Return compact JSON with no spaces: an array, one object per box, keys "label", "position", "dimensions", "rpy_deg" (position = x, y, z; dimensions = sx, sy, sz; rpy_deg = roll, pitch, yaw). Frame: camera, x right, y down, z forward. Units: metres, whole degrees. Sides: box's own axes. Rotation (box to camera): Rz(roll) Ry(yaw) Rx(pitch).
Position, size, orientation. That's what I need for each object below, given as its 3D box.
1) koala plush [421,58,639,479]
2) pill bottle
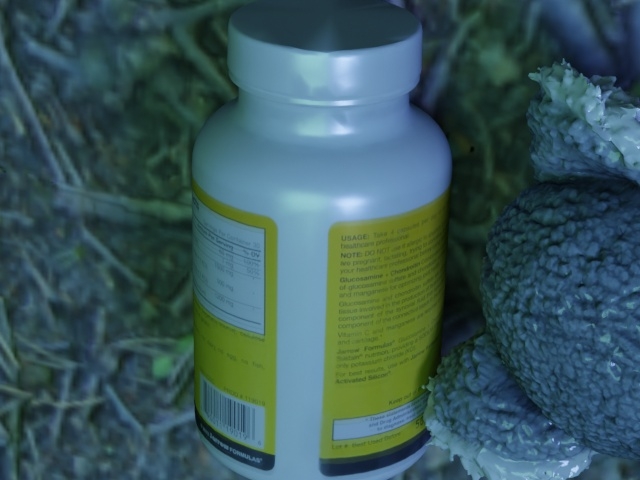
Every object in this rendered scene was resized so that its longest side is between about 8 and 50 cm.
[{"label":"koala plush","position":[0.150,0.040,0.621],"dimensions":[0.221,0.203,0.196],"rpy_deg":[29,120,19]},{"label":"pill bottle","position":[0.000,0.000,0.693],"dimensions":[0.103,0.103,0.184],"rpy_deg":[10,116,16]}]
